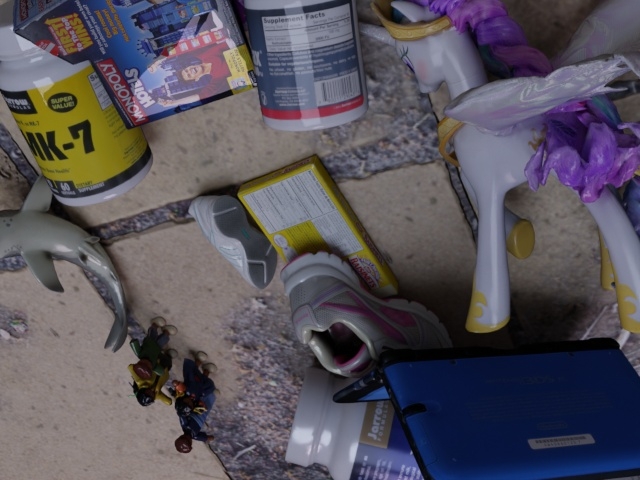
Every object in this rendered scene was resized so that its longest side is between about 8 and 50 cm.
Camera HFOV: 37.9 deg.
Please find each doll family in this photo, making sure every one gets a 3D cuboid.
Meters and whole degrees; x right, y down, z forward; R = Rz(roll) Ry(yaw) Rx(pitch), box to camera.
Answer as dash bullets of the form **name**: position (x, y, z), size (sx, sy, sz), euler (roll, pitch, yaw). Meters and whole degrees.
- **doll family**: position (-0.196, 0.200, 1.246), size (0.076, 0.111, 0.193), euler (-34, 114, 32)

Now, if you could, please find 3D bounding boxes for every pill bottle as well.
- **pill bottle**: position (0.096, 0.252, 1.195), size (0.265, 0.153, 0.153), euler (12, 129, 2)
- **pill bottle**: position (-0.016, -0.204, 0.886), size (0.108, 0.108, 0.180), euler (-2, 112, 14)
- **pill bottle**: position (-0.267, -0.151, 0.984), size (0.119, 0.119, 0.208), euler (-7, 125, 17)

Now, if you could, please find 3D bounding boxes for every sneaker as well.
- **sneaker**: position (-0.102, -0.002, 1.114), size (0.061, 0.053, 0.152), euler (12, 145, 41)
- **sneaker**: position (0.054, 0.120, 1.098), size (0.252, 0.111, 0.103), euler (29, 132, -24)

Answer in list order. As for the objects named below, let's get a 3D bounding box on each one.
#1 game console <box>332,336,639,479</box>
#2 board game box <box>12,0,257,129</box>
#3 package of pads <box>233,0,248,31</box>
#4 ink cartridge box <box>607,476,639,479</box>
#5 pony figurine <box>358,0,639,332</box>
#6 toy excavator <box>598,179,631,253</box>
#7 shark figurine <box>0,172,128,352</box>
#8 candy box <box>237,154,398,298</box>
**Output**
- **game console**: position (0.193, 0.203, 1.019), size (0.293, 0.250, 0.173), euler (-1, 130, -19)
- **board game box**: position (-0.177, -0.205, 0.883), size (0.194, 0.060, 0.194), euler (-17, 138, 3)
- **package of pads**: position (-0.101, -0.226, 0.944), size (0.083, 0.032, 0.050), euler (-25, 121, 28)
- **ink cartridge box**: position (0.430, 0.352, 1.203), size (0.203, 0.148, 0.086), euler (9, 131, 7)
- **pony figurine**: position (0.204, -0.099, 0.828), size (0.351, 0.303, 0.363), euler (-6, 113, 51)
- **toy excavator**: position (0.509, 0.142, 0.984), size (0.433, 0.222, 0.445), euler (13, 126, 25)
- **shark figurine**: position (-0.331, 0.020, 1.166), size (0.116, 0.166, 0.278), euler (0, 151, 45)
- **candy box**: position (0.000, 0.000, 1.100), size (0.105, 0.027, 0.206), euler (-21, 121, 23)
